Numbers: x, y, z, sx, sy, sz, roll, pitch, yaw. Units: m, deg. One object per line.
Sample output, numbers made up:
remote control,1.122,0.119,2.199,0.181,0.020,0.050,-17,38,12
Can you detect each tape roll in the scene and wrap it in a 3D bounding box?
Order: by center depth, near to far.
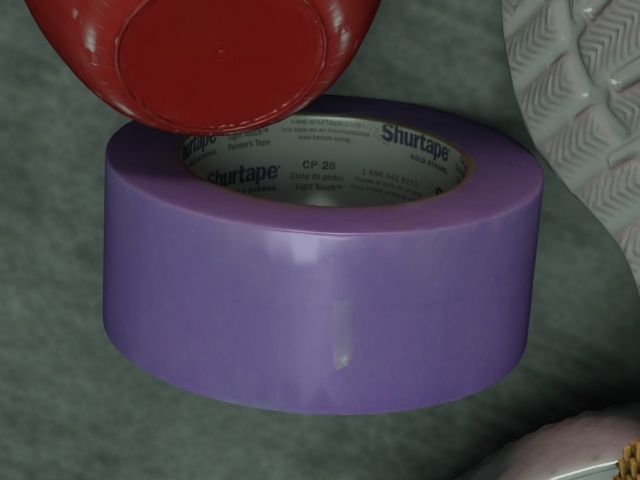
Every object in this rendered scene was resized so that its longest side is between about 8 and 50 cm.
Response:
tape roll,0.000,0.000,0.832,0.189,0.189,0.080,5,112,4

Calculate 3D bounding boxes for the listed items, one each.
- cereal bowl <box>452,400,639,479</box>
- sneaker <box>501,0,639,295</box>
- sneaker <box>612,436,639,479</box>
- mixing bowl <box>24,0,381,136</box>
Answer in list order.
cereal bowl,0.174,0.223,0.922,0.339,0.141,0.339,2,110,5
sneaker,0.201,-0.047,0.837,0.124,0.180,0.321,-32,73,50
sneaker,0.169,0.155,0.793,0.084,0.069,0.185,-7,115,0
mixing bowl,-0.045,-0.110,0.804,0.181,0.098,0.181,-6,138,-6
